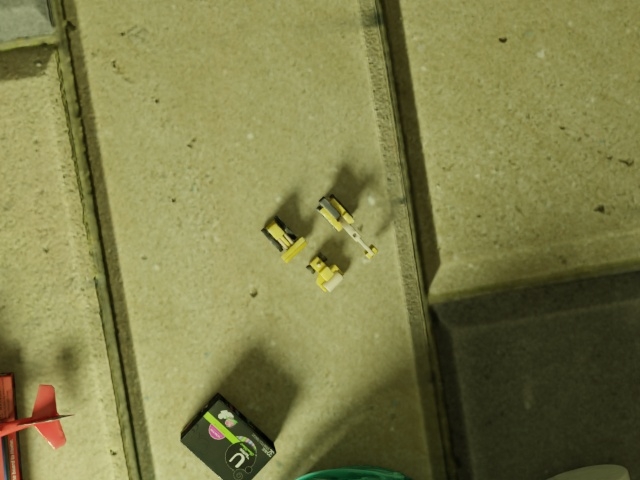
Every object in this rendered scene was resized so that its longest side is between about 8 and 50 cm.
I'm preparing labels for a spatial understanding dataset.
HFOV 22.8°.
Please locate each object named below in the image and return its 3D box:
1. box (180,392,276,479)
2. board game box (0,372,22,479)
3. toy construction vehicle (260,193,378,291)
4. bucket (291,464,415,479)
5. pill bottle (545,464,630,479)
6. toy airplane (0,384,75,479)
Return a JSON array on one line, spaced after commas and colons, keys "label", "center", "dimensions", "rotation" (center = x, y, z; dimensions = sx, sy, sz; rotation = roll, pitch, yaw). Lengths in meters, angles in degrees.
[{"label": "box", "center": [-0.096, 0.210, 1.649], "dimensions": [0.083, 0.052, 0.062], "rotation": [43, 89, -6]}, {"label": "board game box", "center": [-0.380, 0.283, 1.646], "dimensions": [0.145, 0.027, 0.281], "rotation": [-4, 93, -3]}, {"label": "toy construction vehicle", "center": [0.000, 0.000, 1.652], "dimensions": [0.086, 0.035, 0.098], "rotation": [-41, 95, -1]}, {"label": "bucket", "center": [0.045, 0.361, 1.603], "dimensions": [0.281, 0.183, 0.281], "rotation": [0, 93, -4]}, {"label": "pill bottle", "center": [0.298, 0.354, 1.650], "dimensions": [0.121, 0.121, 0.221], "rotation": [-15, 94, -3]}, {"label": "toy airplane", "center": [-0.324, 0.190, 1.617], "dimensions": [0.151, 0.028, 0.151], "rotation": [0, 94, -6]}]
